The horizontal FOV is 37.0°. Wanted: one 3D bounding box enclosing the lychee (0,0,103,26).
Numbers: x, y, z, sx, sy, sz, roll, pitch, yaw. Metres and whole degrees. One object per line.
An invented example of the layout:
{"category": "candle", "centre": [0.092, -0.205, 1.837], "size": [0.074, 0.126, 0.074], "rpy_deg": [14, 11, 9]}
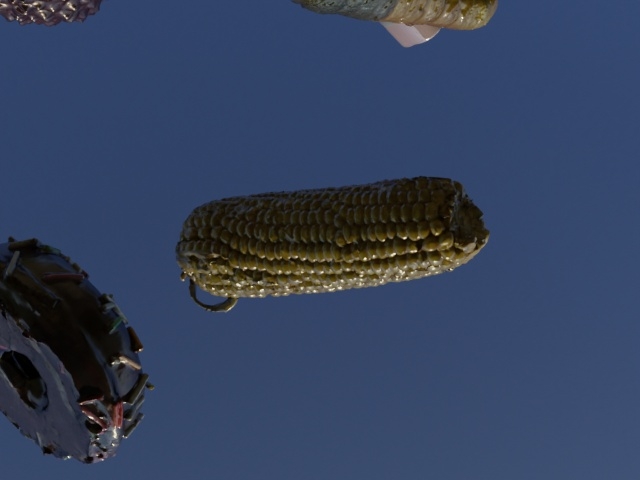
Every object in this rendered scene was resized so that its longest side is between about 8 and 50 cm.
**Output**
{"category": "lychee", "centre": [-0.393, -0.419, 1.263], "size": [0.264, 0.300, 0.264], "rpy_deg": [-9, -110, 26]}

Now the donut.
{"category": "donut", "centre": [-0.287, 0.115, 1.007], "size": [0.269, 0.269, 0.103], "rpy_deg": [47, -126, 3]}

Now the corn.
{"category": "corn", "centre": [0.000, 0.000, 0.838], "size": [0.293, 0.106, 0.106], "rpy_deg": [-7, -107, 29]}

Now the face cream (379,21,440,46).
{"category": "face cream", "centre": [0.075, -0.342, 1.278], "size": [0.198, 0.084, 0.057], "rpy_deg": [43, -110, -25]}

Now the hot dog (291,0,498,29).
{"category": "hot dog", "centre": [0.056, -0.228, 0.859], "size": [0.286, 0.061, 0.088], "rpy_deg": [0, -142, -40]}
